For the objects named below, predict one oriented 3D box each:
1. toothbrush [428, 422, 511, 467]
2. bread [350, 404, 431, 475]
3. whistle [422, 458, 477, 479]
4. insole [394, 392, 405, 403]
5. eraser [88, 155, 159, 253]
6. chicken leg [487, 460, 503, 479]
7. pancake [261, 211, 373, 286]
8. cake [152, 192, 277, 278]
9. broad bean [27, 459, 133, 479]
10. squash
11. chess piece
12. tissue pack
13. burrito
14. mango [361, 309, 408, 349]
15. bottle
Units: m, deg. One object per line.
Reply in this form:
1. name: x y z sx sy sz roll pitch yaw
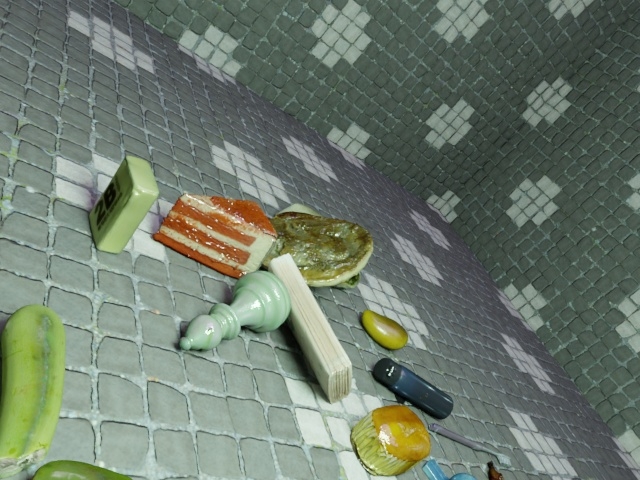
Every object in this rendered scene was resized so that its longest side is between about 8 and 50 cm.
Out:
1. toothbrush: 0.425 0.574 1.466 0.354 0.024 0.029 32 32 -28
2. bread: 0.161 0.435 1.156 0.190 0.114 0.132 12 38 -45
3. whistle: 0.318 0.563 1.212 0.158 0.090 0.090 52 23 23
4. insole: 0.217 0.405 1.455 0.045 0.002 0.135 39 21 -11
5. eraser: -0.397 -0.072 1.055 0.058 0.172 0.117 18 32 -44
6. chicken leg: 0.475 0.646 1.399 0.062 0.037 0.145 55 11 -35
7. pancake: -0.032 0.015 1.491 0.356 0.065 0.356 5 32 -3
8. cake: -0.254 -0.042 1.278 0.262 0.158 0.160 29 20 -28
9. broad bean: -0.221 0.362 0.687 0.325 0.067 0.075 35 52 -25
10. squash: -0.389 0.189 0.703 0.083 0.083 0.250 25 30 -38
11. chess piece: -0.187 0.162 1.079 0.139 0.139 0.271 47 33 11
12. tissue pack: -0.026 0.200 1.218 0.325 0.071 0.170 57 -19 34
13. burrito: -0.001 -0.002 1.690 0.190 0.135 0.332 10 34 -43
14. mango: 0.189 0.267 1.576 0.161 0.076 0.103 36 26 -7
15. bottle: 0.249 0.398 1.422 0.244 0.072 0.082 36 -15 -20
